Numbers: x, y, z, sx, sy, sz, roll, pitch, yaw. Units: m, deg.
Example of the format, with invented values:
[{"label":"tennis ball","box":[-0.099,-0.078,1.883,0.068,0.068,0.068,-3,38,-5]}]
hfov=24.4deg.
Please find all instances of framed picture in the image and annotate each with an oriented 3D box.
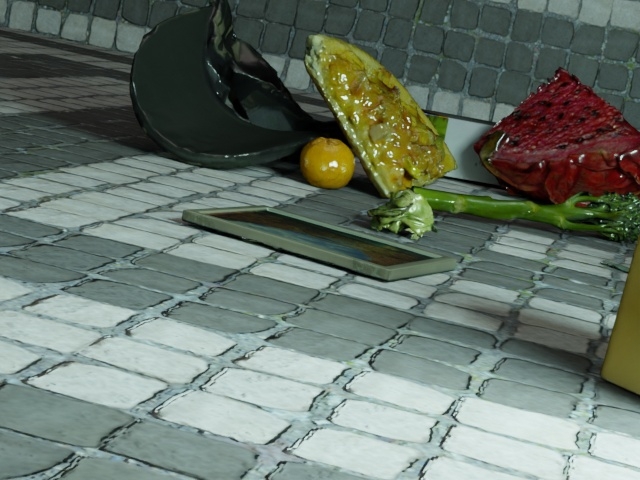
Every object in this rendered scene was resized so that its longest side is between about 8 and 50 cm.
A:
[{"label":"framed picture","box":[0.000,0.000,1.589,0.250,0.016,0.184,16,9,26]}]

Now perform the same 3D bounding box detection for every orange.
[{"label":"orange","box":[0.010,-0.110,2.102,0.083,0.070,0.083,8,13,-2]}]

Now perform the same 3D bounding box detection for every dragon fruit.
[{"label":"dragon fruit","box":[0.427,-0.159,2.408,0.302,0.240,0.330,-14,12,-24]}]

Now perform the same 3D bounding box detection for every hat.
[{"label":"hat","box":[-0.134,-0.190,2.236,0.382,0.257,0.366,-34,74,-34]}]

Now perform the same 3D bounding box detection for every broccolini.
[{"label":"broccolini","box":[0.291,-0.043,2.107,0.392,0.074,0.078,6,52,-23]}]

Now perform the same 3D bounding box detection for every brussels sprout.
[{"label":"brussels sprout","box":[0.097,-0.033,1.800,0.085,0.058,0.085,-5,13,1]}]

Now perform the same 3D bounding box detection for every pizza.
[{"label":"pizza","box":[0.094,-0.197,2.206,0.268,0.087,0.258,57,19,3]}]

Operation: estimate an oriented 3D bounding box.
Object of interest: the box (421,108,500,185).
[{"label":"box","box":[0.234,-0.170,2.629,0.300,0.106,0.200,10,7,-18]}]

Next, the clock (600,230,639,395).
[{"label":"clock","box":[0.380,-0.010,1.206,0.244,0.317,0.200,3,6,-38]}]

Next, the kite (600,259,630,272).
[{"label":"kite","box":[0.448,0.057,1.819,0.250,0.012,0.229,18,10,40]}]
